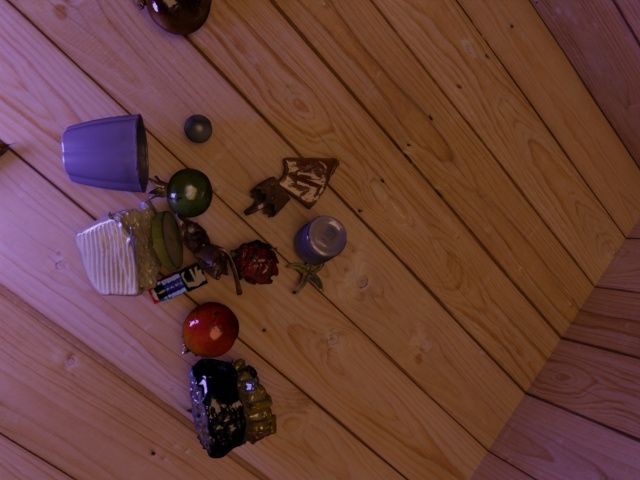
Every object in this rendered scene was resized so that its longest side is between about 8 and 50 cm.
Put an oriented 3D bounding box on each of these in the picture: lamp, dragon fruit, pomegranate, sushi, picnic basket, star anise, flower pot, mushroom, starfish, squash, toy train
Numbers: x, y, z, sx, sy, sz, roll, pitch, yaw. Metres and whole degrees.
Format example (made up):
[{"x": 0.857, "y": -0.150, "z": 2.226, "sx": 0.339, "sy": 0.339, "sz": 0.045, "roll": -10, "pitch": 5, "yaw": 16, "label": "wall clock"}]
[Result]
[{"x": -0.452, "y": -0.414, "z": 1.844, "sx": 0.105, "sy": 0.105, "sz": 0.105, "roll": -1, "pitch": 93, "yaw": -23, "label": "lamp"}, {"x": -0.251, "y": 0.085, "z": 1.923, "sx": 0.182, "sy": 0.188, "sz": 0.182, "roll": -1, "pitch": 85, "yaw": 10, "label": "dragon fruit"}, {"x": -0.507, "y": -0.177, "z": 1.806, "sx": 0.224, "sy": 0.181, "sz": 0.181, "roll": 12, "pitch": 88, "yaw": -1, "label": "pomegranate"}, {"x": -0.317, "y": 0.582, "z": 1.813, "sx": 0.285, "sy": 0.328, "sz": 0.328, "roll": -10, "pitch": 102, "yaw": -23, "label": "sushi"}, {"x": -0.221, "y": -0.149, "z": 1.940, "sx": 0.178, "sy": 0.128, "sz": 0.137, "roll": -44, "pitch": 106, "yaw": -34, "label": "picnic basket"}, {"x": -0.406, "y": 0.040, "z": 1.799, "sx": 0.109, "sy": 0.292, "sz": 0.349, "roll": -39, "pitch": 71, "yaw": 1, "label": "star anise"}, {"x": -0.715, "y": -0.289, "z": 1.665, "sx": 0.243, "sy": 0.265, "sz": 0.265, "roll": -3, "pitch": 93, "yaw": -14, "label": "flower pot"}, {"x": -0.413, "y": 0.339, "z": 1.843, "sx": 0.210, "sy": 0.210, "sz": 0.235, "roll": 39, "pitch": 104, "yaw": -20, "label": "pomegranate"}, {"x": -0.519, "y": -0.886, "z": 1.763, "sx": 0.278, "sy": 0.163, "sz": 0.297, "roll": -18, "pitch": 101, "yaw": -22, "label": "mushroom"}, {"x": -0.059, "y": 0.123, "z": 2.060, "sx": 0.176, "sy": 0.053, "sz": 0.208, "roll": 20, "pitch": 65, "yaw": -22, "label": "starfish"}, {"x": -0.541, "y": 0.002, "z": 1.771, "sx": 0.041, "sy": 0.219, "sz": 0.219, "roll": -11, "pitch": 97, "yaw": 0, "label": "squash"}, {"x": -0.525, "y": 0.156, "z": 1.823, "sx": 0.204, "sy": 0.131, "sz": 0.082, "roll": -26, "pitch": 103, "yaw": -20, "label": "toy train"}]

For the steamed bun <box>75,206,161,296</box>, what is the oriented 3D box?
[{"x": -0.658, "y": 0.036, "z": 1.722, "sx": 0.274, "sy": 0.272, "sz": 0.290, "roll": -6, "pitch": 97, "yaw": 18, "label": "steamed bun"}]

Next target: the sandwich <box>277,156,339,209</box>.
[{"x": -0.059, "y": -0.284, "z": 2.041, "sx": 0.212, "sy": 0.063, "sz": 0.245, "roll": 34, "pitch": 78, "yaw": -19, "label": "sandwich"}]

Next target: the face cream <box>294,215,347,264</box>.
[{"x": 0.000, "y": 0.000, "z": 2.008, "sx": 0.177, "sy": 0.153, "sz": 0.177, "roll": 6, "pitch": 74, "yaw": -22, "label": "face cream"}]

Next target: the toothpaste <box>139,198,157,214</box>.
[{"x": -0.604, "y": -0.056, "z": 1.832, "sx": 0.067, "sy": 0.043, "sz": 0.194, "roll": -27, "pitch": 109, "yaw": -23, "label": "toothpaste"}]

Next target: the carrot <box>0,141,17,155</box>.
[{"x": -1.115, "y": -0.244, "z": 1.589, "sx": 0.298, "sy": 0.078, "sz": 0.078, "roll": -37, "pitch": 106, "yaw": -21, "label": "carrot"}]
